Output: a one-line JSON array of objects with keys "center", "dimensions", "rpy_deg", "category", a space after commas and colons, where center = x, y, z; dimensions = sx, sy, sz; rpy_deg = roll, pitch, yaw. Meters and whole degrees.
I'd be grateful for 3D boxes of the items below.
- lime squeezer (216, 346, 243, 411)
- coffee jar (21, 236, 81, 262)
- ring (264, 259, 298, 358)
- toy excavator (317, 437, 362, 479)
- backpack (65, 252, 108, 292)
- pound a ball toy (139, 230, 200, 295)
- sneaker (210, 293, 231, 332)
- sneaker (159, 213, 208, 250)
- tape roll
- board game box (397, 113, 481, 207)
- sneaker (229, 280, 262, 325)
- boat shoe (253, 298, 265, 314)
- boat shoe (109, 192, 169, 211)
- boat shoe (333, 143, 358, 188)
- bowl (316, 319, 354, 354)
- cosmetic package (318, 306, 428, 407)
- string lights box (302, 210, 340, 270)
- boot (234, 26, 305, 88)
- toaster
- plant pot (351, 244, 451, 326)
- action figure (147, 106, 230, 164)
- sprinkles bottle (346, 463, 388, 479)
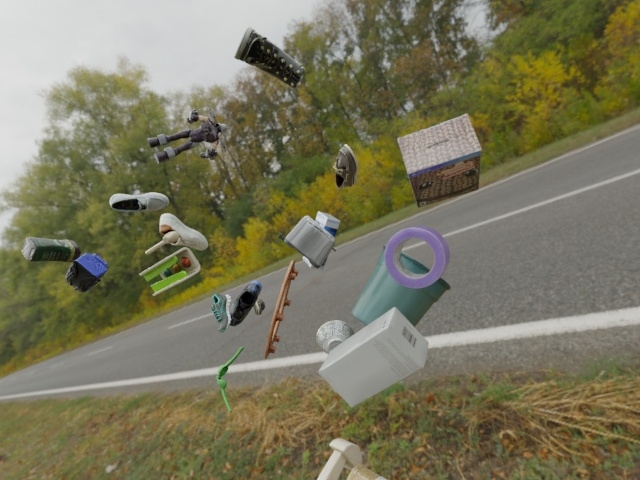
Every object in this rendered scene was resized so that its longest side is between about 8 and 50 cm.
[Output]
[{"center": [-0.452, 0.673, 1.993], "dimensions": [0.109, 0.311, 0.059], "rpy_deg": [5, -36, -1], "category": "lime squeezer"}, {"center": [-1.047, 0.039, 1.602], "dimensions": [0.079, 0.096, 0.184], "rpy_deg": [-60, -27, 11], "category": "coffee jar"}, {"center": [-0.124, 0.227, 1.361], "dimensions": [0.032, 0.337, 0.336], "rpy_deg": [16, 6, 1], "category": "ring"}, {"center": [0.007, 0.991, 1.417], "dimensions": [0.432, 0.446, 0.222], "rpy_deg": [-13, 6, -41], "category": "toy excavator"}, {"center": [-0.778, 0.112, 1.372], "dimensions": [0.120, 0.098, 0.101], "rpy_deg": [-43, 4, 25], "category": "backpack"}, {"center": [-0.671, 0.094, 1.824], "dimensions": [0.319, 0.208, 0.135], "rpy_deg": [-26, 8, 35], "category": "pound a ball toy"}, {"center": [-0.389, 0.275, 1.571], "dimensions": [0.065, 0.076, 0.167], "rpy_deg": [-39, 42, 27], "category": "sneaker"}, {"center": [-0.667, -0.004, 1.982], "dimensions": [0.105, 0.123, 0.290], "rpy_deg": [-21, -39, 24], "category": "sneaker"}, {"center": [0.301, 0.051, 1.280], "dimensions": [0.189, 0.189, 0.080], "rpy_deg": [-25, -7, 26], "category": "tape roll"}, {"center": [0.414, -0.260, 1.411], "dimensions": [0.232, 0.141, 0.291], "rpy_deg": [-17, -23, 14], "category": "board game box"}, {"center": [-0.318, 0.266, 1.645], "dimensions": [0.232, 0.081, 0.090], "rpy_deg": [-57, 3, 19], "category": "sneaker"}, {"center": [-0.270, 0.290, 1.821], "dimensions": [0.049, 0.056, 0.152], "rpy_deg": [1, 13, -15], "category": "boat shoe"}, {"center": [-0.746, -0.148, 1.693], "dimensions": [0.227, 0.079, 0.081], "rpy_deg": [-2, 31, -24], "category": "boat shoe"}, {"center": [0.117, -0.350, 2.008], "dimensions": [0.096, 0.117, 0.324], "rpy_deg": [-30, -18, -6], "category": "boat shoe"}, {"center": [0.067, 0.434, 1.748], "dimensions": [0.170, 0.170, 0.080], "rpy_deg": [-27, 17, 7], "category": "bowl"}, {"center": [0.193, 0.438, 1.521], "dimensions": [0.365, 0.197, 0.155], "rpy_deg": [-40, 3, 31], "category": "cosmetic package"}, {"center": [0.000, 0.000, 2.020], "dimensions": [0.076, 0.260, 0.133], "rpy_deg": [14, 12, -25], "category": "string lights box"}, {"center": [-0.131, -0.492, 1.121], "dimensions": [0.085, 0.178, 0.236], "rpy_deg": [-55, 13, 22], "category": "boot"}, {"center": [-0.044, -0.002, 1.687], "dimensions": [0.146, 0.227, 0.129], "rpy_deg": [-51, -1, -1], "category": "toaster"}, {"center": [0.325, 0.249, 1.778], "dimensions": [0.334, 0.341, 0.341], "rpy_deg": [-55, 5, -2], "category": "plant pot"}, {"center": [-0.457, -0.365, 1.456], "dimensions": [0.285, 0.185, 0.099], "rpy_deg": [-22, 2, -13], "category": "action figure"}, {"center": [0.249, 0.855, 1.305], "dimensions": [0.355, 0.121, 0.121], "rpy_deg": [10, 28, 38], "category": "sprinkles bottle"}]
